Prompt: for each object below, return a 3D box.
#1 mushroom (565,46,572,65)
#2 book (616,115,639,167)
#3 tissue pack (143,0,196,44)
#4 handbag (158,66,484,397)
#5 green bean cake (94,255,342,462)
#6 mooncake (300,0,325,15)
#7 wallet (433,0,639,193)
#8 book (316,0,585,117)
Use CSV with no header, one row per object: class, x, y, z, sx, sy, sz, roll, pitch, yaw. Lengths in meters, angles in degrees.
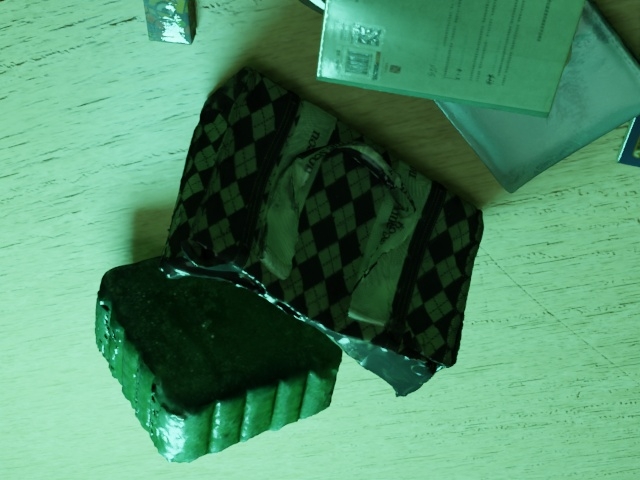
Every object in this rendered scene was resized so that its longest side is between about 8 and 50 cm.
mushroom,0.274,-0.282,1.603,0.096,0.099,0.278,17,120,-5
book,0.566,-0.150,1.763,0.322,0.018,0.228,11,135,2
tissue pack,-0.195,-0.297,1.784,0.063,0.035,0.083,5,134,8
handbag,0.000,0.000,1.833,0.416,0.317,0.180,31,139,-17
green bean cake,-0.158,0.160,2.084,0.307,0.300,0.169,-17,142,-25
mooncake,0.088,-0.388,1.525,0.325,0.174,0.334,-26,126,36
wallet,0.255,-0.224,1.730,0.251,0.054,0.290,-30,110,29
book,0.142,-0.233,1.545,0.282,0.025,0.215,10,142,-1
